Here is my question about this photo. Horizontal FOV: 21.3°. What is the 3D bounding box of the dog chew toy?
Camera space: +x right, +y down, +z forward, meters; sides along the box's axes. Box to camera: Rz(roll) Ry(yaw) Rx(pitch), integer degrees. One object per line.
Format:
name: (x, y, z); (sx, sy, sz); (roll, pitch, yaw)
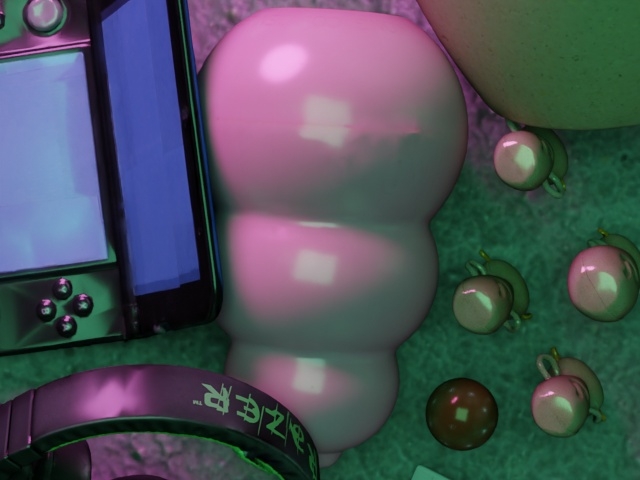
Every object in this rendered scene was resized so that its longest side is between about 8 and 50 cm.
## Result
dog chew toy: (0.000, 0.000, 1.250); (0.206, 0.206, 0.332); (4, 94, 2)

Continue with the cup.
cup: (0.193, -0.216, 1.218); (0.331, 0.331, 0.237); (-6, 112, 2)

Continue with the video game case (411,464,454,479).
video game case: (0.099, 0.258, 1.259); (0.157, 0.019, 0.143); (21, 85, 47)

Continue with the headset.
headset: (-0.177, 0.236, 1.215); (0.394, 0.243, 0.185); (-32, 40, 28)

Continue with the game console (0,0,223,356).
game console: (-0.198, -0.068, 1.261); (0.250, 0.173, 0.293); (-8, 85, 5)

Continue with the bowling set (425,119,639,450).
bowling set: (0.164, 0.063, 1.278); (0.200, 0.154, 0.287); (-33, 87, 18)
